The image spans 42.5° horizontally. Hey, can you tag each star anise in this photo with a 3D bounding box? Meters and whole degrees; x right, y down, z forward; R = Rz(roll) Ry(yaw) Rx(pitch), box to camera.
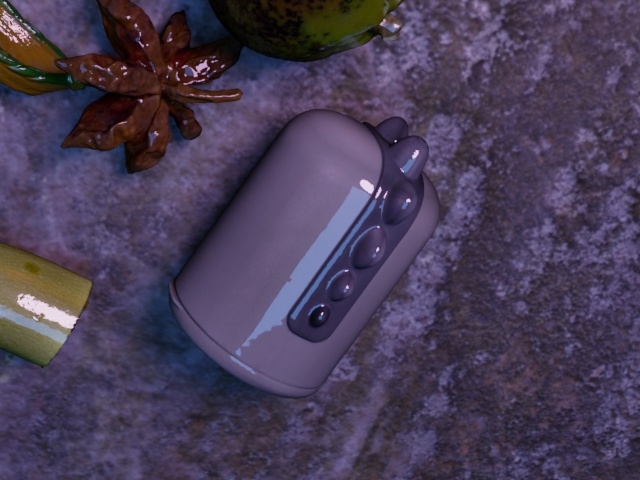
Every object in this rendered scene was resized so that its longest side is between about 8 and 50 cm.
[{"bbox_3d":[-0.180,-0.163,0.860,0.212,0.111,0.196,-48,123,1],"label":"star anise"}]

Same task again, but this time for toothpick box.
[{"bbox_3d":[0.000,0.000,0.902,0.229,0.229,0.316,32,104,-19],"label":"toothpick box"}]

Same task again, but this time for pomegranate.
[{"bbox_3d":[-0.027,-0.307,0.813,0.222,0.277,0.204,-46,147,19],"label":"pomegranate"}]

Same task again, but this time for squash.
[{"bbox_3d":[-0.366,0.058,0.937,0.186,0.123,0.123,28,105,-15],"label":"squash"}]

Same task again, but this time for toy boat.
[{"bbox_3d":[-0.325,-0.227,0.832,0.088,0.089,0.229,-33,123,19],"label":"toy boat"}]
